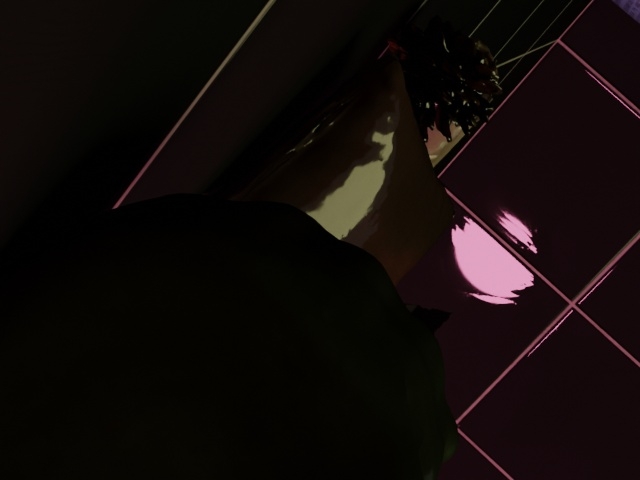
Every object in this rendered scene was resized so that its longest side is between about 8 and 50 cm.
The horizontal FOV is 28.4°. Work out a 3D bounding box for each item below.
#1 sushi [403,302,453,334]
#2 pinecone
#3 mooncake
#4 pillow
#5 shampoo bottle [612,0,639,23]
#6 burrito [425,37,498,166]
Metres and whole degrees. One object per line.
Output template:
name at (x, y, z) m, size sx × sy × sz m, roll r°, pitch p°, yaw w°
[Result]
sushi at (-0.060, 0.126, 1.677) m, size 0.296 × 0.100 × 0.373 m, roll -44°, pitch -149°, yaw -27°
pinecone at (0.119, -0.166, 1.337) m, size 0.121 × 0.140 × 0.140 m, roll -47°, pitch 174°, yaw -4°
mooncake at (-0.089, 0.139, 0.875) m, size 0.351 × 0.351 × 0.187 m, roll -49°, pitch 177°, yaw 13°
pillow at (0.000, 0.000, 1.281) m, size 0.308 × 0.108 × 0.305 m, roll -42°, pitch 147°, yaw -7°
shampoo bottle at (0.503, -0.396, 1.560) m, size 0.331 × 0.342 × 0.331 m, roll -46°, pitch 175°, yaw -6°
burrito at (0.122, -0.138, 1.712) m, size 0.299 × 0.105 × 0.143 m, roll -51°, pitch -177°, yaw 25°
